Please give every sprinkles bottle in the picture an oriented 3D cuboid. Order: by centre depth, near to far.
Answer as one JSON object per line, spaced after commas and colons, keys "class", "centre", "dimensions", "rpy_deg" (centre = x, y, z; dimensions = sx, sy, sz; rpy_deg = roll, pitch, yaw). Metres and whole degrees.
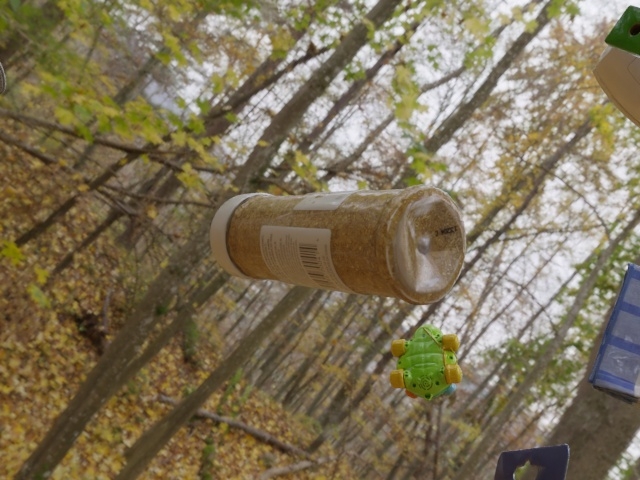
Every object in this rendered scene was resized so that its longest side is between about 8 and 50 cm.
{"class": "sprinkles bottle", "centre": [0.000, 0.000, 0.726], "dimensions": [0.121, 0.121, 0.355], "rpy_deg": [43, -23, -31]}

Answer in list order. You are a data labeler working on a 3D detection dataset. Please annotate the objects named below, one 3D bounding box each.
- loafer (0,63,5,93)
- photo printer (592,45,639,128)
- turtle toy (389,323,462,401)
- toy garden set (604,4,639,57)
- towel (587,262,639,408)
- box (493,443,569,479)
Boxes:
{"class": "loafer", "centre": [-0.462, -0.256, 0.821], "dimensions": [0.125, 0.045, 0.039], "rpy_deg": [88, -12, -54]}
{"class": "photo printer", "centre": [0.655, -0.320, 1.044], "dimensions": [0.256, 0.307, 0.107], "rpy_deg": [44, 7, 10]}
{"class": "turtle toy", "centre": [0.146, 0.164, 0.825], "dimensions": [0.130, 0.095, 0.066], "rpy_deg": [-80, 155, -46]}
{"class": "toy garden set", "centre": [0.414, -0.252, 0.541], "dimensions": [0.049, 0.244, 0.204], "rpy_deg": [19, 22, -33]}
{"class": "towel", "centre": [0.539, 0.165, 0.826], "dimensions": [0.285, 0.209, 0.034], "rpy_deg": [22, -17, 20]}
{"class": "box", "centre": [0.090, 0.233, 0.365], "dimensions": [0.036, 0.225, 0.136], "rpy_deg": [19, -21, 6]}
